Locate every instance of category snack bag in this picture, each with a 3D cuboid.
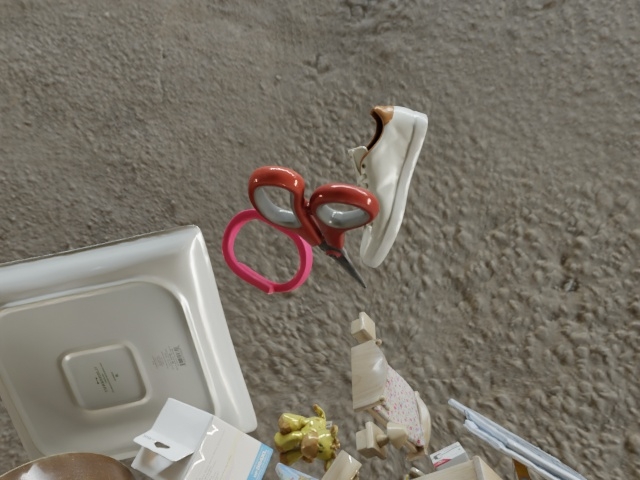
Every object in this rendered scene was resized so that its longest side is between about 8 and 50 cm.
[{"bbox_3d":[0.427,0.437,1.131,0.323,0.342,0.037,30,85,-4],"label":"snack bag"}]

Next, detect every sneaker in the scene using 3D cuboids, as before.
[{"bbox_3d":[0.094,-0.100,1.013,0.123,0.106,0.290,14,92,-10],"label":"sneaker"}]

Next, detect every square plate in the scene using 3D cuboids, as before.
[{"bbox_3d":[-0.292,0.174,0.776,0.344,0.049,0.347,-12,113,0],"label":"square plate"}]

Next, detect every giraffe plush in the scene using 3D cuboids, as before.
[{"bbox_3d":[-0.020,0.620,1.720,0.210,0.170,0.181,-18,101,-23],"label":"giraffe plush"}]

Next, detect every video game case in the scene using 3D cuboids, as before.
[{"bbox_3d":[0.007,0.610,1.322,0.212,0.193,0.023,30,84,-16],"label":"video game case"}]

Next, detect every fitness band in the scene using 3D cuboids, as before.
[{"bbox_3d":[-0.156,0.031,1.626,0.291,0.054,0.209,29,99,23],"label":"fitness band"}]

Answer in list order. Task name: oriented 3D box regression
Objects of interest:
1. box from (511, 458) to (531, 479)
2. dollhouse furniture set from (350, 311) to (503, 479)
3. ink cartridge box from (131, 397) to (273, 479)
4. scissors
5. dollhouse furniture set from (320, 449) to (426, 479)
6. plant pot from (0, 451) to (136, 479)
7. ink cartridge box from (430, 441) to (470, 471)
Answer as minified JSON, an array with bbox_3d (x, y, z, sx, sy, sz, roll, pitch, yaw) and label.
[{"bbox_3d":[0.409,0.506,1.136,0.028,0.136,0.081,-3,91,11],"label":"box"},{"bbox_3d":[0.211,0.322,1.015,0.174,0.303,0.355,-28,34,21],"label":"dollhouse furniture set"},{"bbox_3d":[-0.145,0.261,0.681,0.092,0.143,0.090,4,57,39],"label":"ink cartridge box"},{"bbox_3d":[0.000,0.000,0.559,0.109,0.297,0.021,7,73,6],"label":"scissors"},{"bbox_3d":[0.172,0.794,1.568,0.394,0.256,0.362,32,67,19],"label":"dollhouse furniture set"},{"bbox_3d":[-0.233,0.363,0.532,0.230,0.215,0.215,29,79,46],"label":"plant pot"},{"bbox_3d":[0.371,0.631,1.597,0.099,0.135,0.056,-27,80,0],"label":"ink cartridge box"}]
